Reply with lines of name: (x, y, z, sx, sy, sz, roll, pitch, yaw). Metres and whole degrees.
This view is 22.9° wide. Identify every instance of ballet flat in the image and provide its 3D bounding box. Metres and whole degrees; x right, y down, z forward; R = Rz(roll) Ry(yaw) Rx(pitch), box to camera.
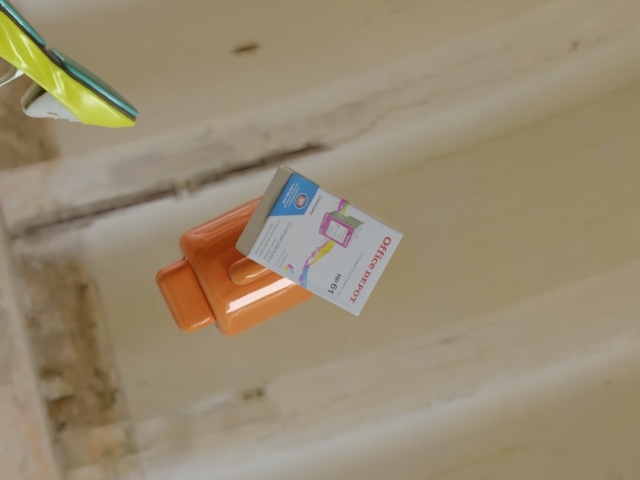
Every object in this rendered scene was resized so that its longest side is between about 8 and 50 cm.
ballet flat: (-0.280, -0.167, 1.540, 0.231, 0.077, 0.077, 41, 3, -34)

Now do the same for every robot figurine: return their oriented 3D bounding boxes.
robot figurine: (-0.067, 0.021, 1.706, 0.128, 0.219, 0.158, 60, -8, 33)

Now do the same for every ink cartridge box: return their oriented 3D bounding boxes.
ink cartridge box: (0.000, 0.000, 1.430, 0.088, 0.122, 0.052, -61, -161, 1)
